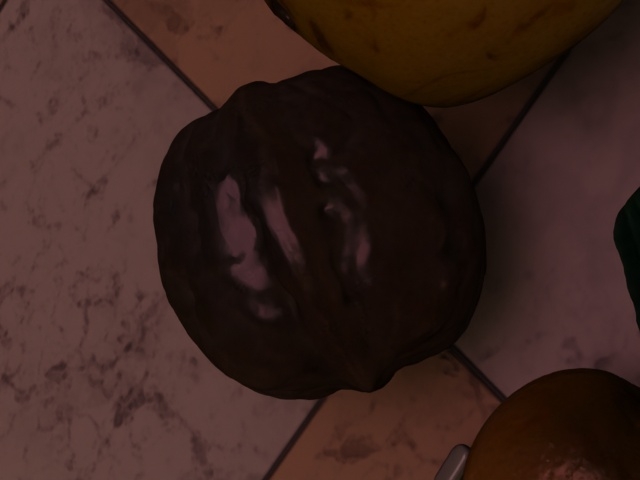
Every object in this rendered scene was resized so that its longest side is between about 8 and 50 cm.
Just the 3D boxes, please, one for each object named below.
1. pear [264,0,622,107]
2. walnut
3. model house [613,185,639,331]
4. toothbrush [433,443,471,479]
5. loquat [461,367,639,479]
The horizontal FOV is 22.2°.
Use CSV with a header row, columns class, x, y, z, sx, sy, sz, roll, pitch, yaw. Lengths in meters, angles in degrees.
class,x,y,z,sx,sy,sz,roll,pitch,yaw
pear,0.078,-0.223,0.974,0.281,0.281,0.280,-7,79,37
walnut,0.000,0.000,1.050,0.224,0.224,0.224,-7,79,37
model house,0.309,0.118,0.693,0.335,0.343,0.382,-28,66,33
toothbrush,0.038,0.247,1.082,0.022,0.026,0.263,39,107,42
loquat,0.157,0.147,0.936,0.163,0.137,0.163,-25,53,38
